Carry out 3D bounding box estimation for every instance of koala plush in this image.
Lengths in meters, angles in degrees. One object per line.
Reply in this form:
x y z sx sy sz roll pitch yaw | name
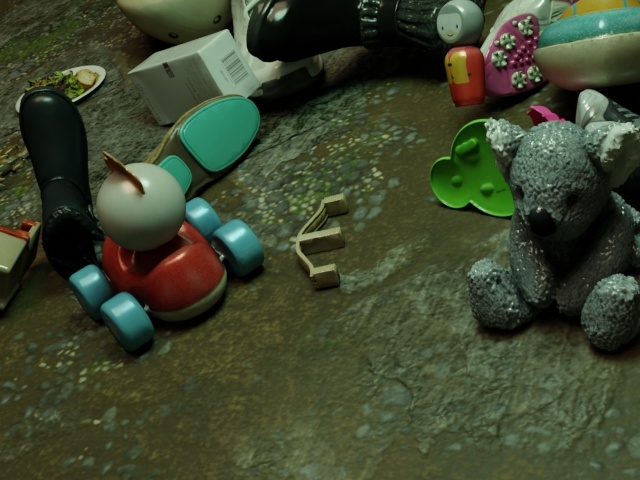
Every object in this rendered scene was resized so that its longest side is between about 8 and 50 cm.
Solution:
0.260 -0.036 1.101 0.196 0.221 0.203 6 40 36 | koala plush

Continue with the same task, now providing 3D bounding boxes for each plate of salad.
-0.541 -0.321 2.132 0.199 0.048 0.200 -14 33 10 | plate of salad

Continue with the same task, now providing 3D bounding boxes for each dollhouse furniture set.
-0.555 0.001 1.496 0.259 0.262 0.135 17 34 -5 | dollhouse furniture set

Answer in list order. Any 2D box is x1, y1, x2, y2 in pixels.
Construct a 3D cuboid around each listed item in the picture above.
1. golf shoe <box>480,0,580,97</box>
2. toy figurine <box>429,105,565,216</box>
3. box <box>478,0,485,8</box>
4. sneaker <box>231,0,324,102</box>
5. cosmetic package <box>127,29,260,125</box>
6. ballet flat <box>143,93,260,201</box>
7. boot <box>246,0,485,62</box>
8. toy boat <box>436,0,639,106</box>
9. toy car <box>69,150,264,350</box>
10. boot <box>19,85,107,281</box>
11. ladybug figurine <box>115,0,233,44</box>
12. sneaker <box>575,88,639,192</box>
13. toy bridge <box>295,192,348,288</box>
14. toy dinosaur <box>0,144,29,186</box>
0.316 -0.313 1.619 0.306 0.115 0.140 -46 16 -31 | golf shoe
0.253 -0.114 1.360 0.159 0.130 0.173 -30 6 -40 | toy figurine
0.199 -0.510 1.863 0.166 0.203 0.168 -6 35 21 | box
-0.122 -0.436 1.876 0.169 0.258 0.448 -19 32 2 | sneaker
-0.222 -0.278 1.785 0.231 0.117 0.085 -6 32 48 | cosmetic package
-0.226 -0.112 1.613 0.124 0.116 0.342 -16 31 45 | ballet flat
0.078 -0.349 1.668 0.260 0.131 0.348 30 45 32 | boot
0.323 -0.277 1.423 0.318 0.148 0.267 -6 7 11 | toy boat
-0.231 -0.026 1.341 0.219 0.238 0.210 -34 34 -21 | toy car
-0.375 -0.083 1.508 0.094 0.247 0.207 -12 28 -12 | boot
-0.278 -0.541 2.204 0.305 0.162 0.449 -18 31 7 | ladybug figurine
0.395 -0.117 1.276 0.153 0.101 0.268 6 22 7 | sneaker
0.000 0.000 1.374 0.063 0.026 0.188 -13 33 14 | toy bridge
-0.606 -0.126 1.880 0.211 0.064 0.112 -22 13 -21 | toy dinosaur
